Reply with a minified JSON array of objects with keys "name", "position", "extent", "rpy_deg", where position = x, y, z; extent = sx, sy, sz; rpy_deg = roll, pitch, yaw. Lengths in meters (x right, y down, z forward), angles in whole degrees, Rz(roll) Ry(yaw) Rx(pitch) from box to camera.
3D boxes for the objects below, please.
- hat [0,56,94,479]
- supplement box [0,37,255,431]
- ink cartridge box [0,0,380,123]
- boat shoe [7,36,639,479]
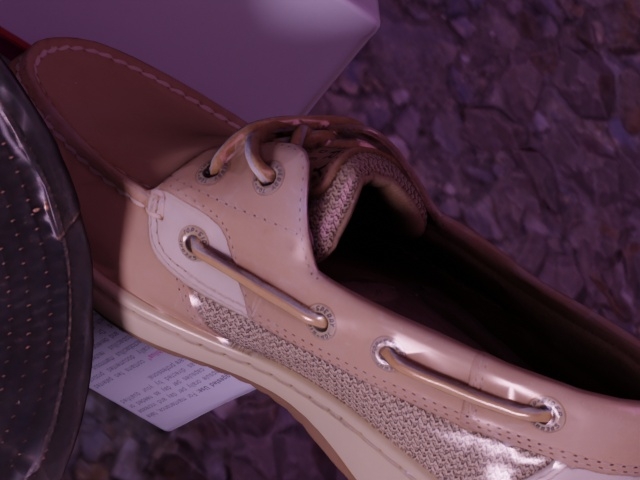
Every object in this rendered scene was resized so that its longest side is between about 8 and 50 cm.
[{"name":"hat","position":[-0.249,0.009,0.821],"extent":[0.331,0.331,0.134],"rpy_deg":[46,13,-11]},{"name":"supplement box","position":[-0.121,-0.013,0.963],"extent":[0.220,0.114,0.111],"rpy_deg":[32,56,-19]},{"name":"ink cartridge box","position":[-0.083,-0.183,0.980],"extent":[0.197,0.114,0.273],"rpy_deg":[31,27,-21]},{"name":"boat shoe","position":[0.000,0.000,0.794],"extent":[0.341,0.110,0.121],"rpy_deg":[35,37,20]}]
